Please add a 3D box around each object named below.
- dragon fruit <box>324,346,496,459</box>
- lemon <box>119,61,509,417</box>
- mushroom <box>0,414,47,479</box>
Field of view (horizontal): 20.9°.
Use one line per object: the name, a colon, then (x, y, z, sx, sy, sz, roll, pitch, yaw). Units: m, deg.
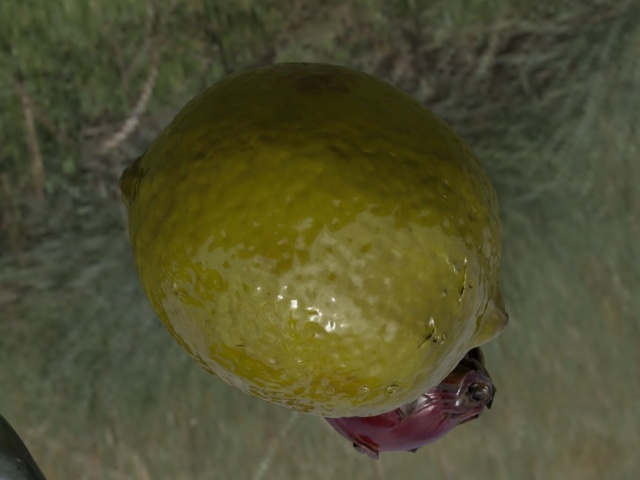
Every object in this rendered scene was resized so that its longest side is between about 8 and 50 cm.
dragon fruit: (0.086, 0.164, 2.269, 0.315, 0.250, 0.250, 26, -178, 24)
lemon: (-0.001, 0.000, 1.227, 0.267, 0.267, 0.267, -13, 166, -3)
mushroom: (-0.368, 0.310, 2.075, 0.103, 0.270, 0.118, -37, -172, -4)
